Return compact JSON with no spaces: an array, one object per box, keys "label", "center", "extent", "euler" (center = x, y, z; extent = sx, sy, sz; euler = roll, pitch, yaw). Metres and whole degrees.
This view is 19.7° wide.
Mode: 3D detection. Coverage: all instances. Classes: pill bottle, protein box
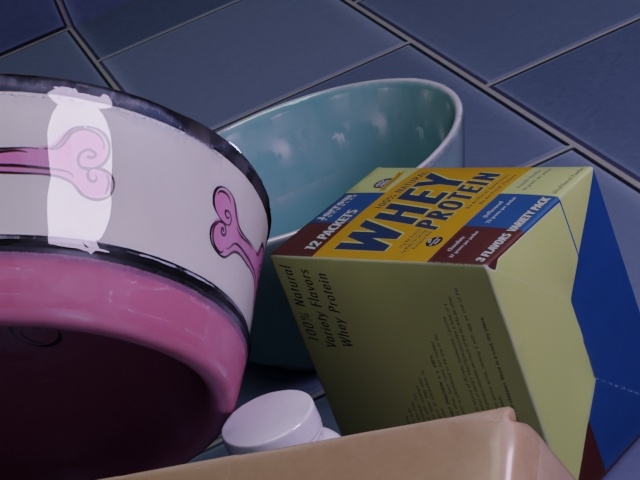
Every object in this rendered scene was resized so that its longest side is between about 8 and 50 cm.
[{"label":"pill bottle","center":[-0.010,0.180,1.220],"extent":[0.086,0.152,0.086],"euler":[-18,23,8]},{"label":"protein box","center":[0.107,0.064,1.315],"extent":[0.201,0.200,0.136],"euler":[2,32,44]}]

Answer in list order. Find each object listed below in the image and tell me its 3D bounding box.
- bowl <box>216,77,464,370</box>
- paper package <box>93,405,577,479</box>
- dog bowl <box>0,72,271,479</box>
[{"label":"bowl","center":[0.000,0.000,1.599],"extent":[0.311,0.163,0.311],"euler":[-18,22,8]},{"label":"paper package","center":[-0.024,0.271,0.884],"extent":[0.309,0.168,0.325],"euler":[-12,46,23]},{"label":"dog bowl","center":[-0.230,0.059,1.223],"extent":[0.408,0.408,0.150],"euler":[-15,61,14]}]
